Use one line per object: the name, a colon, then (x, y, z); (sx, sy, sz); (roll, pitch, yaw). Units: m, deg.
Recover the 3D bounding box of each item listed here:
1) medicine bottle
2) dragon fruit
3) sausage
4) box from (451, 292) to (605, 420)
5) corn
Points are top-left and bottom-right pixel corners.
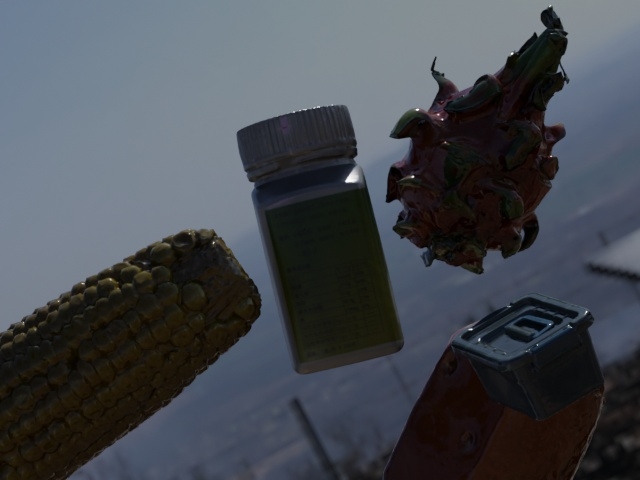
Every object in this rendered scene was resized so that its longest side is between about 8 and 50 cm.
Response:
medicine bottle: (0.000, 0.000, 1.381); (0.088, 0.189, 0.132); (-13, -2, 1)
dragon fruit: (0.136, -0.087, 1.543); (0.137, 0.236, 0.135); (16, 10, 12)
sausage: (0.151, 0.191, 1.661); (0.141, 0.153, 0.268); (19, -81, -49)
box: (0.143, 0.079, 1.238); (0.074, 0.054, 0.099); (-31, 16, -14)
corn: (-0.185, 0.107, 1.285); (0.321, 0.119, 0.119); (-32, 1, 3)
